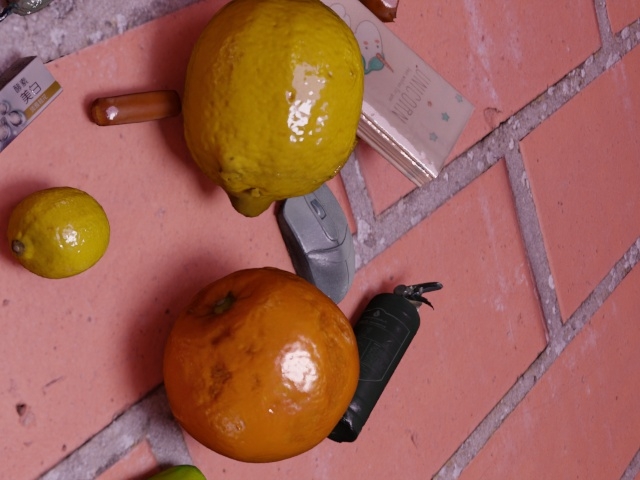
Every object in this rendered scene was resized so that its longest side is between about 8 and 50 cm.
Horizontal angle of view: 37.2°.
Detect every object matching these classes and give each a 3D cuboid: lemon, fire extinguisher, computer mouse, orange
[{"bbox_3d":[-0.306,-0.008,1.105,0.133,0.109,0.109,-33,115,-52],"label":"lemon"},{"bbox_3d":[0.093,0.180,1.549,0.311,0.115,0.095,-57,138,-32],"label":"fire extinguisher"},{"bbox_3d":[0.005,0.001,1.478,0.113,0.068,0.229,-39,119,-42],"label":"computer mouse"},{"bbox_3d":[-0.064,-0.187,1.268,0.245,0.245,0.319,10,92,-48],"label":"lemon"},{"bbox_3d":[-0.078,0.163,1.247,0.261,0.261,0.261,-1,92,-48],"label":"orange"}]

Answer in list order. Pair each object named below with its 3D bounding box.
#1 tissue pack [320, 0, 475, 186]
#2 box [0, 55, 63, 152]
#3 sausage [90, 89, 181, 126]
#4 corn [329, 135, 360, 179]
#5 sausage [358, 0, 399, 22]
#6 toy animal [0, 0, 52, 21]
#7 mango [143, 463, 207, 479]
[{"bbox_3d":[0.080,-0.247,1.473,0.325,0.071,0.170,39,58,-16],"label":"tissue pack"},{"bbox_3d":[-0.382,-0.122,1.069,0.218,0.040,0.055,-54,129,-32],"label":"box"},{"bbox_3d":[-0.239,-0.171,1.225,0.131,0.041,0.039,-16,108,-47],"label":"sausage"},{"bbox_3d":[0.037,-0.179,1.511,0.068,0.068,0.207,51,54,-35],"label":"corn"},{"bbox_3d":[0.054,-0.501,1.504,0.102,0.102,0.330,-35,115,-42],"label":"sausage"},{"bbox_3d":[-0.355,-0.290,1.089,0.079,0.070,0.253,45,66,3],"label":"toy animal"},{"bbox_3d":[-0.207,0.366,1.234,0.163,0.089,0.117,-18,105,-47],"label":"mango"}]
